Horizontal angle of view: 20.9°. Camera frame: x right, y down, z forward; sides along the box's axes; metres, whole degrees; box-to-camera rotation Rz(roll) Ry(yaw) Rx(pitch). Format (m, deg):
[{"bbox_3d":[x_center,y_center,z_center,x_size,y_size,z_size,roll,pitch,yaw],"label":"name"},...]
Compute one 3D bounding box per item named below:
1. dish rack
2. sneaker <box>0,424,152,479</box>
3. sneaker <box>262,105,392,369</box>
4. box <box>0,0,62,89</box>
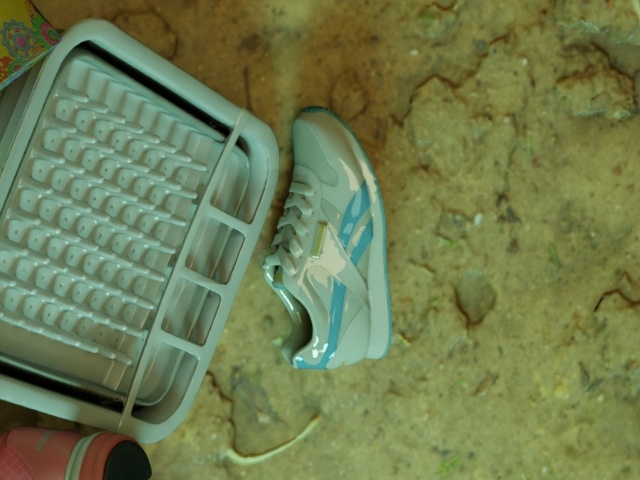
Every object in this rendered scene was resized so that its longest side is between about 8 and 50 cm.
[{"bbox_3d":[-0.172,-0.005,1.353,0.333,0.072,0.286,30,80,-59],"label":"dish rack"},{"bbox_3d":[-0.219,0.284,1.410,0.136,0.116,0.314,13,110,17],"label":"sneaker"},{"bbox_3d":[0.000,0.000,1.484,0.092,0.087,0.229,-12,100,-22],"label":"sneaker"},{"bbox_3d":[-0.388,-0.157,1.185,0.290,0.279,0.177,53,38,-8],"label":"box"}]
